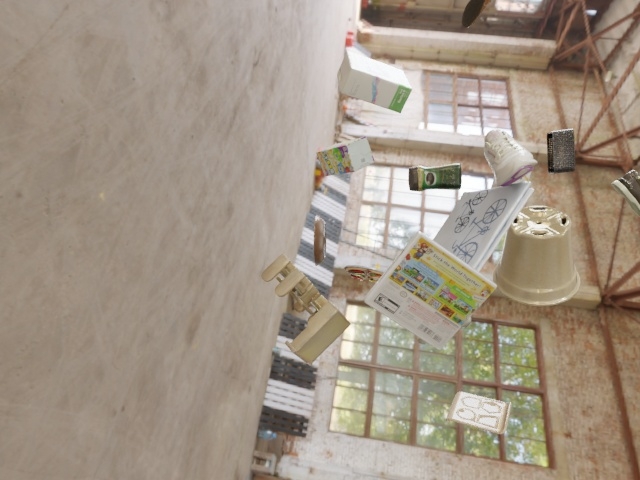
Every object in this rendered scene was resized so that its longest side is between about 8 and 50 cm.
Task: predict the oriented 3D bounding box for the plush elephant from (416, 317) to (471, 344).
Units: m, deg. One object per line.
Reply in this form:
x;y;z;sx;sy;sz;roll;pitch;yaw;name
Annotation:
0.429;0.188;1.719;0.272;0.255;0.330;-44;-166;55;plush elephant

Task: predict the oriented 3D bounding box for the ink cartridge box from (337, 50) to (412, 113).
0.169;-0.509;1.423;0.154;0.213;0.093;-94;-159;-48;ink cartridge box

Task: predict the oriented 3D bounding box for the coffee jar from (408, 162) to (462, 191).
0.408;-0.225;1.589;0.079;0.185;0.096;-48;136;-75;coffee jar

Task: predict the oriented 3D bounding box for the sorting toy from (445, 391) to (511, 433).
0.593;0.645;1.656;0.193;0.208;0.038;-26;114;-58;sorting toy

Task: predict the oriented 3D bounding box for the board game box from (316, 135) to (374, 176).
0.125;-0.434;2.304;0.275;0.144;0.142;3;-62;58;board game box

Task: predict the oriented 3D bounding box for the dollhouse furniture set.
-0.060;0.201;1.253;0.161;0.242;0.212;-44;138;-6;dollhouse furniture set

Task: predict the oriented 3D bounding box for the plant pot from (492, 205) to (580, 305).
0.877;0.041;1.798;0.333;0.334;0.305;-75;155;-53;plant pot

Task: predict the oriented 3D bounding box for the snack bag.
0.453;-0.028;1.354;0.323;0.037;0.342;-56;-168;-7;snack bag

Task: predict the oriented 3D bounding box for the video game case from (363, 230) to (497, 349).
0.250;0.120;1.019;0.206;0.227;0.026;-54;-170;15;video game case

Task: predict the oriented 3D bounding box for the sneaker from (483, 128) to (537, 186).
0.523;-0.244;1.279;0.152;0.114;0.305;56;17;-5;sneaker

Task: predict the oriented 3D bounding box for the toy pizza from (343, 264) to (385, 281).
0.188;0.140;1.764;0.201;0.202;0.032;76;26;-74;toy pizza

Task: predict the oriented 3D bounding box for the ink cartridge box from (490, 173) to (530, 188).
0.941;-0.301;2.193;0.176;0.127;0.128;-62;-179;-26;ink cartridge box

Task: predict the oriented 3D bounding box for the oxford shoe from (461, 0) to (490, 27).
0.631;-0.926;1.721;0.076;0.076;0.212;60;-37;24;oxford shoe

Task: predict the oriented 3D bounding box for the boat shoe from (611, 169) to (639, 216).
0.974;-0.126;1.343;0.068;0.228;0.081;-45;-151;20;boat shoe

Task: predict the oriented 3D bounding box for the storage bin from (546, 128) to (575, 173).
1.035;-0.382;1.908;0.122;0.085;0.180;-29;113;-72;storage bin

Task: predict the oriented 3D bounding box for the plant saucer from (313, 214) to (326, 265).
0.000;0.000;1.696;0.198;0.036;0.198;0;90;-84;plant saucer
